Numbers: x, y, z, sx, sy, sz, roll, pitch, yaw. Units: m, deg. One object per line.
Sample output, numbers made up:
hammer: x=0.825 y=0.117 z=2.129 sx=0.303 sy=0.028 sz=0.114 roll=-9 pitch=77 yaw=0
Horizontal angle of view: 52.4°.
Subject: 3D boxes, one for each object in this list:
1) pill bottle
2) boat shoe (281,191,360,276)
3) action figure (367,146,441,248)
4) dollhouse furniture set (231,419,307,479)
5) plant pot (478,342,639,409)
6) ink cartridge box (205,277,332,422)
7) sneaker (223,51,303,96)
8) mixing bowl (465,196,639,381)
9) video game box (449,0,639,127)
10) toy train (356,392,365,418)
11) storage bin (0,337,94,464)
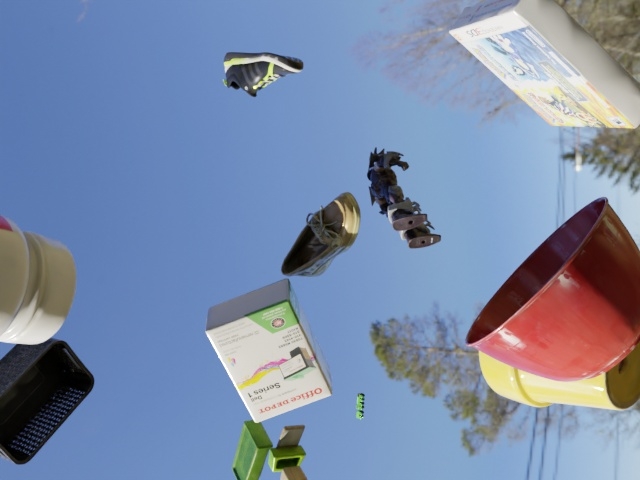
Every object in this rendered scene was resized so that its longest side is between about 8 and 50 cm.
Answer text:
pill bottle: x=-0.423 y=0.033 z=0.699 sx=0.283 sy=0.160 sz=0.160 roll=22 pitch=-111 yaw=-55
boat shoe: x=0.000 y=0.000 z=1.493 sx=0.089 sy=0.285 sz=0.104 roll=-10 pitch=-123 yaw=-35
action figure: x=0.174 y=-0.100 z=1.500 sx=0.285 sy=0.099 sz=0.185 roll=-112 pitch=2 yaw=-48
dollhouse furniture set: x=-0.060 y=0.579 z=1.547 sx=0.198 sy=0.301 sz=0.151 roll=6 pitch=-66 yaw=-31
plant pot: x=0.473 y=0.206 z=1.234 sx=0.254 sy=0.239 sz=0.253 roll=-5 pitch=-81 yaw=-35
ink cartridge box: x=-0.113 y=0.256 z=1.502 sx=0.117 sy=0.201 sz=0.278 roll=-101 pitch=-11 yaw=-66
sneaker: x=-0.131 y=-0.373 z=1.476 sx=0.084 sy=0.235 sz=0.097 roll=-7 pitch=-74 yaw=-48
mixing bowl: x=0.227 y=0.060 z=0.586 sx=0.098 sy=0.181 sz=0.181 roll=43 pitch=-146 yaw=6
video game box: x=0.274 y=-0.217 z=0.798 sx=0.205 sy=0.048 sz=0.187 roll=37 pitch=-175 yaw=-15
toy train: x=0.118 y=0.494 z=1.946 sx=0.017 sy=0.024 sz=0.083 roll=-12 pitch=-74 yaw=-54
storage bin: x=-0.478 y=0.254 z=1.062 sx=0.180 sy=0.084 sz=0.122 roll=-53 pitch=-46 yaw=-37
